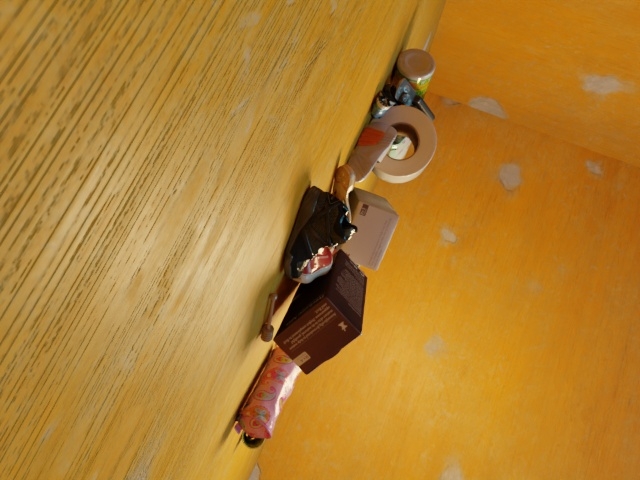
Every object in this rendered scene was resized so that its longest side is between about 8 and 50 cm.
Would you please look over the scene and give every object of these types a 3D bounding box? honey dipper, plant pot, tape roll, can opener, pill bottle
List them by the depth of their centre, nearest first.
[{"bbox_3d":[-0.120,0.182,1.076,0.030,0.030,0.160,-60,168,-48],"label":"honey dipper"},{"bbox_3d":[0.279,-0.335,1.615,0.169,0.246,0.246,4,109,-83],"label":"tape roll"},{"bbox_3d":[-0.241,0.695,1.626,0.083,0.083,0.079,-65,-176,-19],"label":"plant pot"},{"bbox_3d":[0.322,-0.492,1.649,0.283,0.095,0.076,24,90,-54],"label":"can opener"},{"bbox_3d":[0.330,-0.575,1.696,0.245,0.136,0.136,97,17,-67],"label":"pill bottle"}]

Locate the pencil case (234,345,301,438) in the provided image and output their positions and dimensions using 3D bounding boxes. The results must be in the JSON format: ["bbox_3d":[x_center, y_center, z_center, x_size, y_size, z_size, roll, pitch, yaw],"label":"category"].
[{"bbox_3d":[-0.151,0.456,1.377,0.284,0.124,0.124,-59,169,-47],"label":"pencil case"}]

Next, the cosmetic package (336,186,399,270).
[{"bbox_3d":[0.160,-0.059,1.693,0.385,0.156,0.217,-90,-159,-73],"label":"cosmetic package"}]

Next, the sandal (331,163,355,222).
[{"bbox_3d":[0.038,-0.105,1.298,0.079,0.088,0.240,-25,141,-30],"label":"sandal"}]

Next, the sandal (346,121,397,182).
[{"bbox_3d":[0.150,-0.276,1.467,0.265,0.102,0.076,-55,170,-24],"label":"sandal"}]

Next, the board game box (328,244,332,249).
[{"bbox_3d":[0.034,-0.011,1.587,0.147,0.045,0.193,-48,159,-72],"label":"board game box"}]

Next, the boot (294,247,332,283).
[{"bbox_3d":[0.000,0.000,1.198,0.244,0.088,0.176,-33,143,-73],"label":"boot"}]

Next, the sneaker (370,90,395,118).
[{"bbox_3d":[0.194,-0.438,1.484,0.073,0.063,0.162,-49,180,31],"label":"sneaker"}]

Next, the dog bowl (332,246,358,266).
[{"bbox_3d":[0.086,0.172,2.179,0.408,0.150,0.408,22,90,-84],"label":"dog bowl"}]

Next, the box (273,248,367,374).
[{"bbox_3d":[0.015,0.182,1.280,0.191,0.143,0.381,-41,-171,16],"label":"box"}]

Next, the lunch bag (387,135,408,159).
[{"bbox_3d":[0.313,-0.446,1.919,0.223,0.160,0.262,98,10,-68],"label":"lunch bag"}]

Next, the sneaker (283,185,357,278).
[{"bbox_3d":[-0.001,0.005,1.006,0.227,0.130,0.087,-68,172,23],"label":"sneaker"}]
